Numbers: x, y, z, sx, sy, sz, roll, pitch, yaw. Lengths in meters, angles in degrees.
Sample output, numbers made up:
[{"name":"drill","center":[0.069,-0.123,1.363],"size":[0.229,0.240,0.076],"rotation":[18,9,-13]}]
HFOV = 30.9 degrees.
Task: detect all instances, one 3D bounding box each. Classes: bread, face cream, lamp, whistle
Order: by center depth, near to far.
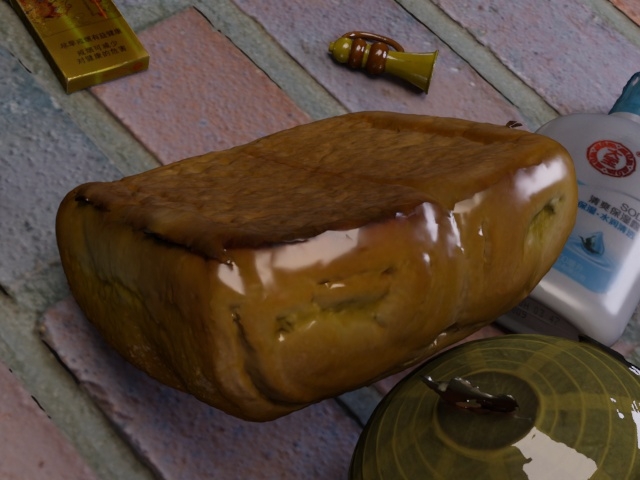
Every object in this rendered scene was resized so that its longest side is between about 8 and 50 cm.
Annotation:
[{"name":"lamp","center":[0.129,0.164,0.778],"size":[0.250,0.284,0.250],"rotation":[-15,43,14]},{"name":"bread","center":[0.001,0.008,0.866],"size":[0.328,0.148,0.337],"rotation":[-19,20,-30]},{"name":"face cream","center":[0.257,-0.044,1.080],"size":[0.163,0.080,0.336],"rotation":[29,54,14]},{"name":"whistle","center":[0.065,-0.189,1.158],"size":[0.109,0.046,0.057],"rotation":[19,67,6]}]

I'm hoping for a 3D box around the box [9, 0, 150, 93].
[{"name":"box","center":[-0.236,-0.212,1.102],"size":[0.089,0.022,0.156],"rotation":[-23,64,-29]}]
